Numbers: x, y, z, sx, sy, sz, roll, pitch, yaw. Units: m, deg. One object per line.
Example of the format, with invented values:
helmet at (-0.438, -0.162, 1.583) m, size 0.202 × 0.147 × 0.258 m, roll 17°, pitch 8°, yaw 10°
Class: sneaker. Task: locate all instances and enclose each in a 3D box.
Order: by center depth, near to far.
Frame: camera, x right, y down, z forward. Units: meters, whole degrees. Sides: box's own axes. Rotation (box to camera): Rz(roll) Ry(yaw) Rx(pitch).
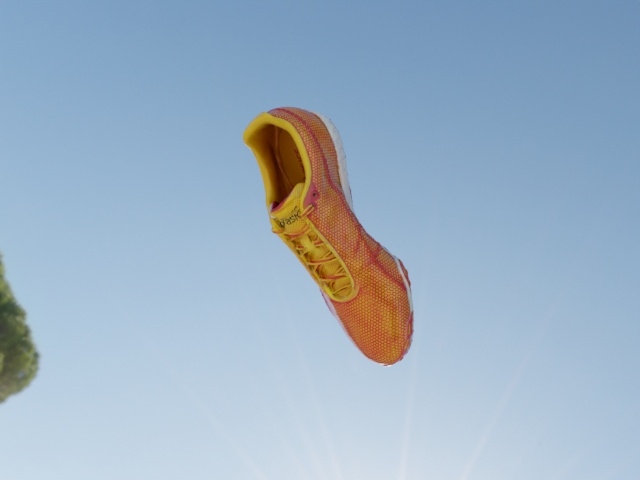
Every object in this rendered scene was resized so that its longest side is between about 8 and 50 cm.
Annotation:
sneaker at (0.000, 0.000, 0.421) m, size 0.064 × 0.067 × 0.175 m, roll -35°, pitch -101°, yaw 39°
